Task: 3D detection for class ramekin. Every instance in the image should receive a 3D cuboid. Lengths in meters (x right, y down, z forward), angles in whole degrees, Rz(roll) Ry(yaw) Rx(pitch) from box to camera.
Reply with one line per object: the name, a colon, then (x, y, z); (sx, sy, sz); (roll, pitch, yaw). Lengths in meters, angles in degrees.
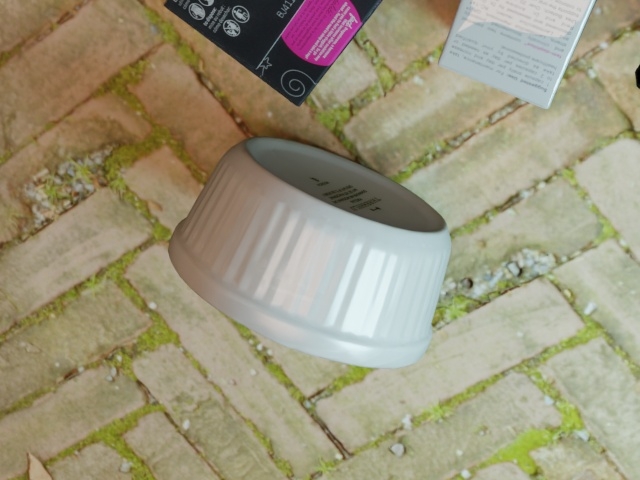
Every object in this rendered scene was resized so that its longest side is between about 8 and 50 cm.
ramekin: (0.000, 0.000, 1.128); (0.272, 0.273, 0.127); (24, 106, 6)

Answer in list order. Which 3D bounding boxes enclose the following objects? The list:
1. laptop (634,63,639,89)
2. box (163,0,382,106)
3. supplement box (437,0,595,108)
laptop: (0.438, -0.174, 0.976); (0.234, 0.136, 0.264); (39, 118, -3)
box: (-0.001, -0.273, 1.030); (0.163, 0.142, 0.247); (37, 135, -5)
supplement box: (0.198, -0.245, 1.034); (0.114, 0.111, 0.220); (22, 117, 8)
